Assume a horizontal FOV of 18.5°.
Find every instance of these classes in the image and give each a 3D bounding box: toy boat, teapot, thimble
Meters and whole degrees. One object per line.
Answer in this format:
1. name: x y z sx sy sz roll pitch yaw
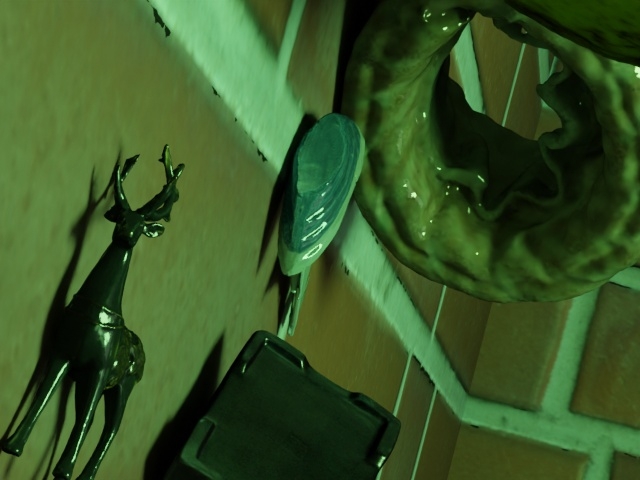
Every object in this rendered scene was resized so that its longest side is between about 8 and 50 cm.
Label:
1. toy boat: 0.003 -0.012 1.048 0.149 0.034 0.105 75 32 -70
2. teapot: -0.034 0.123 0.916 0.096 0.087 0.177 -55 -177 31
3. thimble: 0.113 -0.088 1.131 0.229 0.196 0.148 64 28 -30

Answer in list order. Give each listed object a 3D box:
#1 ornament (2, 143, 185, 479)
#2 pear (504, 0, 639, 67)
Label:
1. ornament: -0.073 0.026 0.682 0.073 0.028 0.125 72 35 -72
2. pear: 0.198 -0.258 0.895 0.391 0.391 0.391 14 90 -81
